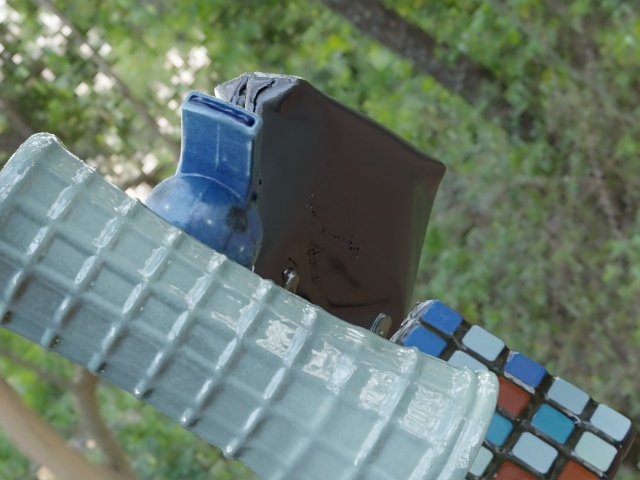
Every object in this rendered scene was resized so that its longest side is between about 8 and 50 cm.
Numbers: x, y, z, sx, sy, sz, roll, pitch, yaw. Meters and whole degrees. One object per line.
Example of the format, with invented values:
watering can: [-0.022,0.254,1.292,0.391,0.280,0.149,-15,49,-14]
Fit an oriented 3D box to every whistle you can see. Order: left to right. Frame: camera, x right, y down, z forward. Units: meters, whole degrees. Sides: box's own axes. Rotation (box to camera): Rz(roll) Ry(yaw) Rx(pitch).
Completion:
whistle: [-0.078,-0.015,1.046,0.090,0.090,0.158,-45,-19,-25]

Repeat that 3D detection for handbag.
handbag: [0.000,0.000,1.825,0.152,0.342,0.288,-8,66,40]

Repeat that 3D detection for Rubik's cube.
Rubik's cube: [0.083,0.185,1.135,0.184,0.182,0.187,-46,-16,-46]

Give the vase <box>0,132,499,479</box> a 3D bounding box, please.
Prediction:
vase: [-0.062,0.061,0.927,0.143,0.299,0.143,-58,4,7]
